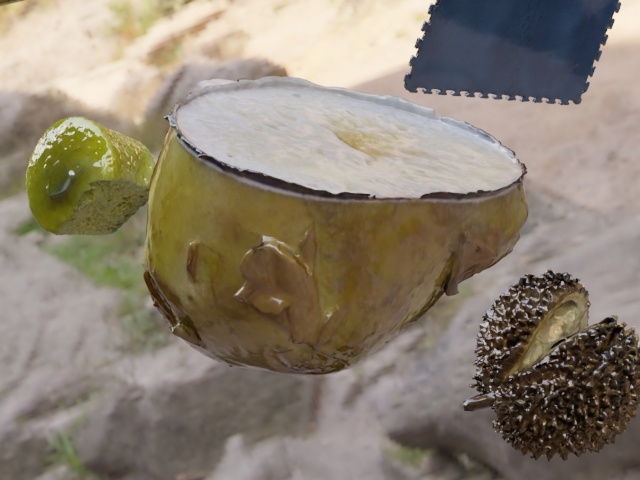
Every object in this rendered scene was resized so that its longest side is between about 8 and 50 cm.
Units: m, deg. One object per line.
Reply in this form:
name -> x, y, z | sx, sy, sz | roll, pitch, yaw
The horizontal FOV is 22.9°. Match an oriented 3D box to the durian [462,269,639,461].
durian -> 0.228, 0.131, 1.605 | 0.196, 0.167, 0.196 | -10, 33, 7

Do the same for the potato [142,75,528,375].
potato -> 0.000, 0.000, 1.224 | 0.300, 0.196, 0.246 | -5, 31, -36

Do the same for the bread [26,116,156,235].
bread -> -0.251, -0.070, 1.717 | 0.129, 0.111, 0.114 | -37, -26, 22

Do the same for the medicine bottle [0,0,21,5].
medicine bottle -> -0.417, -0.230, 1.444 | 0.426, 0.108, 0.108 | -16, 20, -17

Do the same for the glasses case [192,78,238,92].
glasses case -> -0.083, -0.121, 1.709 | 0.059, 0.092, 0.233 | -16, 17, -20

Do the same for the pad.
pad -> 0.235, -0.273, 1.734 | 0.269, 0.269, 0.012 | 3, 30, -35
